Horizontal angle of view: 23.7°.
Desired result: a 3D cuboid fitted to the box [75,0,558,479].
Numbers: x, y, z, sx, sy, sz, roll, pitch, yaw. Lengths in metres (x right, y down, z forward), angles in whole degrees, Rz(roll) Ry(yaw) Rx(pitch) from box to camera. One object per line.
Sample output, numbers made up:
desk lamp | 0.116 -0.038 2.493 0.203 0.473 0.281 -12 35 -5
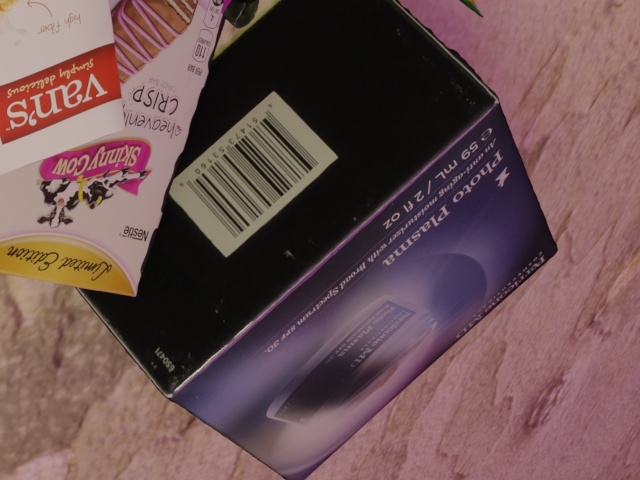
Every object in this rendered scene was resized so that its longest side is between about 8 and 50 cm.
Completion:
box | 0.000 0.000 1.141 0.296 0.183 0.294 -42 155 -1

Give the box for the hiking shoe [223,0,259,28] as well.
hiking shoe | -0.055 -0.236 0.726 0.132 0.113 0.304 -48 136 -10

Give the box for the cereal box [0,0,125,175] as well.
cereal box | -0.171 -0.126 0.590 0.173 0.047 0.240 -24 127 -28

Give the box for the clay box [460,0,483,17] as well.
clay box | 0.052 -0.233 0.926 0.053 0.127 0.222 -45 154 -3

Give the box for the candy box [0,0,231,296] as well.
candy box | -0.136 -0.095 0.841 0.159 0.071 0.233 14 95 -59
